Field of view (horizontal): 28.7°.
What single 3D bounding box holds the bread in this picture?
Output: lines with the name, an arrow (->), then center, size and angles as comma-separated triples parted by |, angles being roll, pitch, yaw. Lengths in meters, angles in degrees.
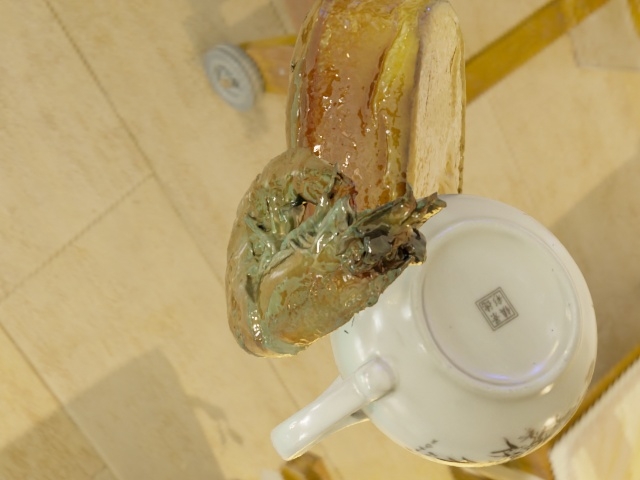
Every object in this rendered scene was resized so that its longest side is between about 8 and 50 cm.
bread -> 0.049, -0.096, 1.121 | 0.195, 0.143, 0.269 | -2, 96, -66

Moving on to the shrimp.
shrimp -> 0.000, 0.000, 0.574 | 0.041, 0.180, 0.099 | 10, 73, -27

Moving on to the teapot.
teapot -> 0.090, 0.076, 0.956 | 0.300, 0.166, 0.208 | -27, 92, -14
